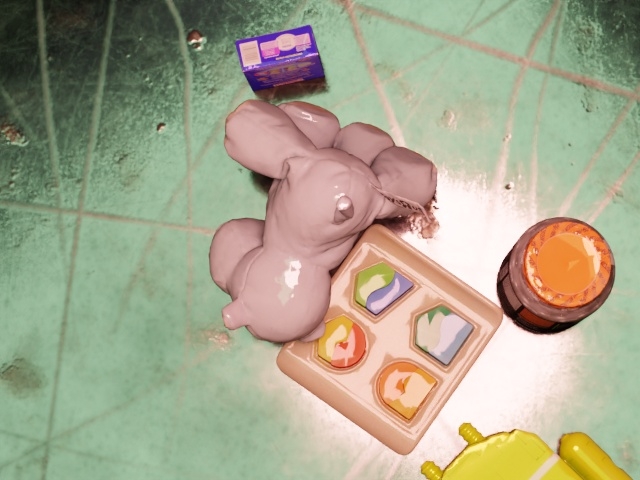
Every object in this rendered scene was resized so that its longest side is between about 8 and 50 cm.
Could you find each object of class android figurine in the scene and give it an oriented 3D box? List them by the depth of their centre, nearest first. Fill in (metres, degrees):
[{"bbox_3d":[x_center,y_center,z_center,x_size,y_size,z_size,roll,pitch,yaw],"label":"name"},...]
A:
[{"bbox_3d":[0.235,0.326,1.847,0.273,0.056,0.248,42,88,7],"label":"android figurine"}]

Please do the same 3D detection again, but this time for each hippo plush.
[{"bbox_3d":[0.000,0.000,1.838,0.294,0.234,0.237,43,120,45],"label":"hippo plush"}]

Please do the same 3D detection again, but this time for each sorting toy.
[{"bbox_3d":[0.080,0.114,1.891,0.193,0.038,0.208,35,87,7],"label":"sorting toy"}]

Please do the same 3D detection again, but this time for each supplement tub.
[{"bbox_3d":[0.261,0.039,1.807,0.117,0.190,0.117,0,81,0],"label":"supplement tub"}]

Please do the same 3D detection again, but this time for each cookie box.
[{"bbox_3d":[-0.046,-0.211,1.902,0.091,0.107,0.040,-12,82,2],"label":"cookie box"}]
